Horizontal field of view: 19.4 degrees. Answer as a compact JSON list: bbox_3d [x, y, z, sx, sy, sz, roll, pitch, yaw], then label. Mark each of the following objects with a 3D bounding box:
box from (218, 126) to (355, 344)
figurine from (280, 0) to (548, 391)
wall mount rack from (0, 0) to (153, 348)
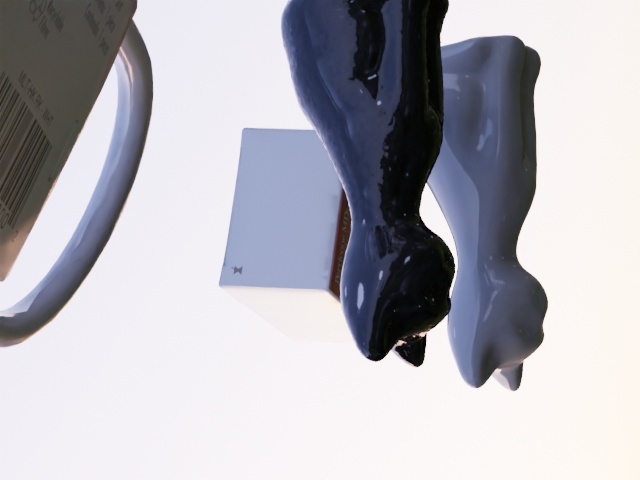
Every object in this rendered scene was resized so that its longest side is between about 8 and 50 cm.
[{"bbox_3d":[0.000,0.000,1.463,0.170,0.091,0.130,42,-126,-65],"label":"box"},{"bbox_3d":[0.065,-0.021,1.055,0.215,0.092,0.209,21,-119,-58],"label":"figurine"},{"bbox_3d":[-0.122,-0.115,0.494,0.350,0.130,0.304,73,-140,-71],"label":"wall mount rack"}]
